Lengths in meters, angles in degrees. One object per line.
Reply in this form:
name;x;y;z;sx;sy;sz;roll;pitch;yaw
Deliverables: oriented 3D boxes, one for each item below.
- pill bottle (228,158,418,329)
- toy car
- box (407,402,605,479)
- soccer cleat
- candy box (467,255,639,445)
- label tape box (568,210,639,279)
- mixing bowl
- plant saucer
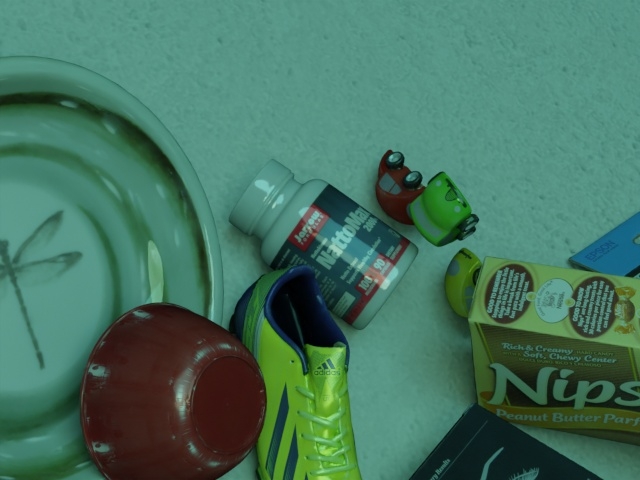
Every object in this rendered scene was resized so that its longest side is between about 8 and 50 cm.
pill bottle;0.000;0.000;1.296;0.180;0.108;0.108;35;56;2
toy car;0.120;-0.012;1.297;0.053;0.225;0.239;-34;76;-4
box;0.181;0.276;1.169;0.207;0.108;0.153;31;54;24
soccer cleat;-0.008;0.157;1.188;0.093;0.121;0.289;1;60;-40
candy box;0.310;0.121;1.222;0.316;0.183;0.087;9;54;18
label tape box;0.486;0.067;1.413;0.241;0.106;0.334;-29;36;-31
mixing bowl;-0.115;0.145;1.125;0.181;0.098;0.181;4;84;-45
plant saucer;-0.264;0.041;1.121;0.400;0.100;0.400;6;81;-45
